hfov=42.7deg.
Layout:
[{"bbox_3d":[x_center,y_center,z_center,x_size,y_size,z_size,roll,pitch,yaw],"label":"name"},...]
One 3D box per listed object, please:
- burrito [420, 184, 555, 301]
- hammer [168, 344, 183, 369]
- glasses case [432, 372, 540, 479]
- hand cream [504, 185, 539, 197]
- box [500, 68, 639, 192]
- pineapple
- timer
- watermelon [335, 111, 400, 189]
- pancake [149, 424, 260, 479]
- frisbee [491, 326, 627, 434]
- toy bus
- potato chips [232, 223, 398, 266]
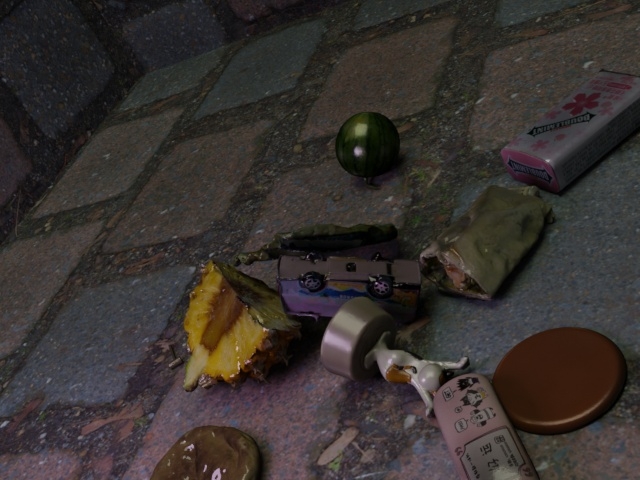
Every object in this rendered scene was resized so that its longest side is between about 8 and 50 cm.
[{"bbox_3d":[0.374,-0.018,1.838,0.190,0.135,0.332,0,38,51],"label":"burrito"},{"bbox_3d":[-0.385,0.296,2.131,0.035,0.019,0.110,-33,29,-5],"label":"hammer"},{"bbox_3d":[0.283,0.349,1.429,0.122,0.075,0.314,-30,31,9],"label":"glasses case"},{"bbox_3d":[0.466,-0.109,1.986,0.061,0.039,0.143,-46,26,-26],"label":"hand cream"},{"bbox_3d":[0.639,-0.277,2.005,0.369,0.112,0.190,-39,33,-13],"label":"box"},{"bbox_3d":[-0.183,0.244,1.929,0.344,0.209,0.286,44,112,47],"label":"pineapple"},{"bbox_3d":[0.153,0.243,1.658,0.266,0.175,0.175,25,59,35],"label":"timer"},{"bbox_3d":[0.134,-0.261,2.354,0.188,0.215,0.188,2,11,0],"label":"watermelon"},{"bbox_3d":[-0.253,0.497,1.697,0.294,0.049,0.294,-22,33,15],"label":"pancake"},{"bbox_3d":[0.432,0.250,1.505,0.250,0.021,0.251,-23,31,15],"label":"frisbee"},{"bbox_3d":[0.060,0.104,1.814,0.317,0.138,0.112,3,34,3],"label":"toy bus"},{"bbox_3d":[0.000,0.000,1.989,0.429,0.070,0.358,-10,-1,-26],"label":"potato chips"}]
